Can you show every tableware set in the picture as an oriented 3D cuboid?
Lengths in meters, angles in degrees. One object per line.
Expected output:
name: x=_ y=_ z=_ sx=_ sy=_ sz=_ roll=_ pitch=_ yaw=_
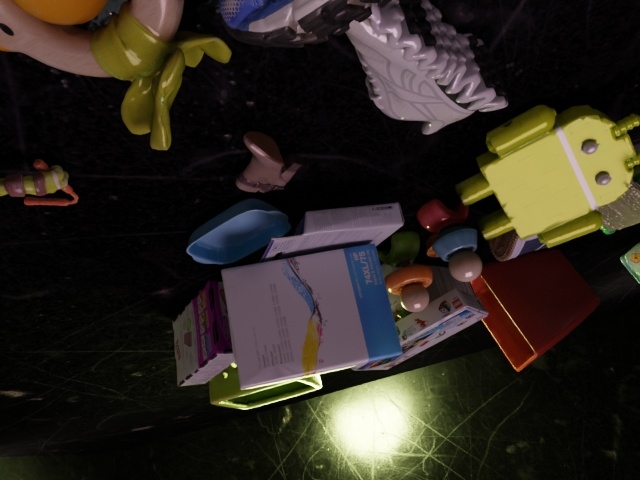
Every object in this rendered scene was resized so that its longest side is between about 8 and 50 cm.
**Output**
tableware set: x=0.167 y=0.202 z=1.092 sx=0.104 sy=0.024 sz=0.154 roll=-18 pitch=152 yaw=-10

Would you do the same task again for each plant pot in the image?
plant pot: x=0.597 y=0.175 z=1.285 sx=0.236 sy=0.267 sz=0.267 roll=-27 pitch=153 yaw=0
plant pot: x=-0.145 y=0.293 z=1.168 sx=0.227 sy=0.207 sz=0.228 roll=-18 pitch=153 yaw=6

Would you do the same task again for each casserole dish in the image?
casserole dish: x=-0.137 y=-0.016 z=0.763 sx=0.188 sy=0.037 sz=0.114 roll=-27 pitch=151 yaw=25

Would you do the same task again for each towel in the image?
towel: x=0.552 y=-0.074 z=0.859 sx=0.148 sy=0.027 sz=0.110 roll=30 pitch=149 yaw=-14

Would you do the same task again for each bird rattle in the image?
bird rattle: x=-0.159 y=-0.193 z=0.319 sx=0.207 sy=0.143 sz=0.253 roll=7 pitch=147 yaw=-7

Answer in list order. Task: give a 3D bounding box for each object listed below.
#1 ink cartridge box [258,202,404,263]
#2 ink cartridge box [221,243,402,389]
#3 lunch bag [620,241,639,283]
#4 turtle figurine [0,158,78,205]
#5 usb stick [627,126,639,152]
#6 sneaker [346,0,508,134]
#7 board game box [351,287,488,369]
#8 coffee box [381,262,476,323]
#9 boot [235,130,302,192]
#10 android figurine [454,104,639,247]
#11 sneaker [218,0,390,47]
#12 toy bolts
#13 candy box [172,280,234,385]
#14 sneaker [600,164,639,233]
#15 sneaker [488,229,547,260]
ink cartridge box: x=0.000 y=0.000 z=0.809 sx=0.224 sy=0.045 sz=0.223 roll=-7 pitch=164 yaw=-19
ink cartridge box: x=-0.029 y=0.142 z=0.833 sx=0.270 sy=0.197 sz=0.198 roll=-9 pitch=166 yaw=-12
lunch bag: x=1.050 y=0.038 z=1.342 sx=0.262 sy=0.160 sz=0.223 roll=-5 pitch=151 yaw=-43
turtle figurine: x=-0.402 y=-0.069 z=0.466 sx=0.269 sy=0.087 sz=0.217 roll=-1 pitch=150 yaw=-25
usb stick: x=0.565 y=-0.171 z=0.807 sx=0.278 sy=0.045 sz=0.077 roll=-19 pitch=152 yaw=8
sneaker: x=0.086 y=-0.186 z=0.480 sx=0.118 sy=0.110 sz=0.292 roll=-25 pitch=153 yaw=39
board game box: x=0.230 y=0.220 z=1.086 sx=0.305 sy=0.053 sz=0.193 roll=-35 pitch=151 yaw=20
coffee box: x=0.242 y=0.149 z=1.181 sx=0.297 sy=0.119 sz=0.168 roll=8 pitch=145 yaw=-37
boot: x=-0.084 y=-0.098 z=0.624 sx=0.087 sy=0.042 sz=0.118 roll=-28 pitch=150 yaw=30
android figurine: x=0.366 y=-0.100 z=0.729 sx=0.273 sy=0.056 sz=0.248 roll=-25 pitch=118 yaw=25
sneaker: x=0.044 y=-0.260 z=0.270 sx=0.330 sy=0.147 sz=0.130 roll=-44 pitch=-174 yaw=20
toy bolts: x=0.255 y=0.039 z=0.930 sx=0.218 sy=0.158 sz=0.228 roll=-3 pitch=152 yaw=-21
candy box: x=-0.248 y=0.207 z=1.003 sx=0.071 sy=0.159 sz=0.233 roll=7 pitch=147 yaw=-36
sneaker: x=0.677 y=-0.108 z=0.899 sx=0.109 sy=0.123 sz=0.295 roll=11 pitch=143 yaw=-41
sneaker: x=0.452 y=-0.061 z=0.909 sx=0.153 sy=0.099 sz=0.282 roll=-14 pitch=152 yaw=-9
